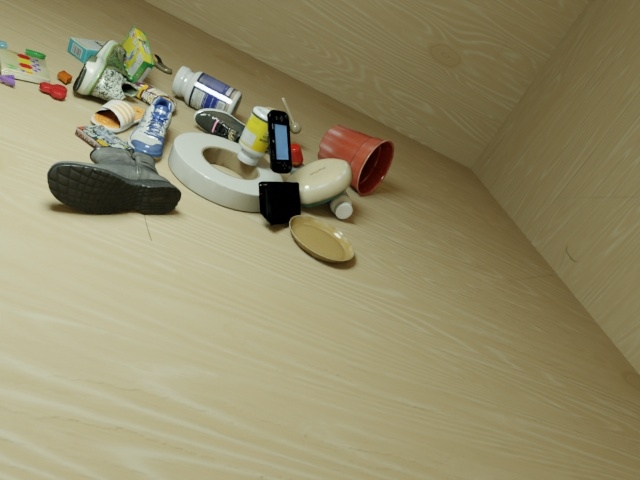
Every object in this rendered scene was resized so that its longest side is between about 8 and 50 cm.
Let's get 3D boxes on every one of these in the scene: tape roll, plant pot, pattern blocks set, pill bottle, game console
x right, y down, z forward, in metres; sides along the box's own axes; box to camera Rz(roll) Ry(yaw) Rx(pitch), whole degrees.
[{"bbox_3d":[-0.311,-0.235,1.563,0.392,0.072,0.392,24,26,-12],"label":"tape roll"},{"bbox_3d":[0.149,-0.384,2.112,0.265,0.272,0.272,34,25,25],"label":"plant pot"},{"bbox_3d":[-0.969,-0.564,1.513,0.285,0.026,0.325,11,32,-34],"label":"pattern blocks set"},{"bbox_3d":[-0.214,-0.352,1.577,0.103,0.184,0.103,24,27,-13],"label":"pill bottle"},{"bbox_3d":[-0.481,-0.620,1.971,0.265,0.153,0.153,27,26,-9],"label":"pill bottle"},{"bbox_3d":[0.000,0.000,1.513,0.236,0.032,0.236,23,27,-12],"label":"plant pot"},{"bbox_3d":[0.070,-0.153,1.791,0.087,0.087,0.160,16,30,-26],"label":"pill bottle"},{"bbox_3d":[-0.132,-0.234,1.485,0.044,0.361,0.213,-1,6,24],"label":"game console"}]

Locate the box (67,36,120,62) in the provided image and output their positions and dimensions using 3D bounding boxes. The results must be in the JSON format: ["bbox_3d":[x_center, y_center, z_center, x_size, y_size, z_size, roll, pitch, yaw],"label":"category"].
[{"bbox_3d":[-0.900,-0.773,1.914,0.100,0.060,0.244,37,27,12],"label":"box"}]

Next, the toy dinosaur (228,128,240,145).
[{"bbox_3d":[-0.339,-0.365,1.738,0.183,0.092,0.053,28,21,5],"label":"toy dinosaur"}]

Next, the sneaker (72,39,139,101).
[{"bbox_3d":[-0.751,-0.588,1.692,0.182,0.158,0.410,35,26,-27],"label":"sneaker"}]

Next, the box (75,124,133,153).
[{"bbox_3d":[-0.639,-0.294,1.376,0.137,0.027,0.094,35,27,9],"label":"box"}]

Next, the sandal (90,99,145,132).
[{"bbox_3d":[-0.656,-0.430,1.537,0.102,0.076,0.265,28,28,-3],"label":"sandal"}]

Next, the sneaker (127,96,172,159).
[{"bbox_3d":[-0.543,-0.372,1.496,0.112,0.131,0.296,19,31,-26],"label":"sneaker"}]

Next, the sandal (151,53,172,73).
[{"bbox_3d":[-0.776,-0.850,2.191,0.180,0.049,0.072,31,26,1],"label":"sandal"}]

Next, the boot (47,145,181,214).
[{"bbox_3d":[-0.545,-0.168,1.182,0.223,0.118,0.338,43,18,31],"label":"boot"}]

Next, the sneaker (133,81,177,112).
[{"bbox_3d":[-0.641,-0.546,1.772,0.185,0.069,0.084,19,23,-20],"label":"sneaker"}]

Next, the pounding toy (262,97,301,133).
[{"bbox_3d":[-0.221,-0.499,2.062,0.237,0.110,0.183,-37,100,-26],"label":"pounding toy"}]

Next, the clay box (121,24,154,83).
[{"bbox_3d":[-0.749,-0.754,1.888,0.053,0.127,0.222,11,50,-49],"label":"clay box"}]

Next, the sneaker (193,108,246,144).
[{"bbox_3d":[-0.347,-0.416,1.802,0.296,0.104,0.147,22,22,-26],"label":"sneaker"}]

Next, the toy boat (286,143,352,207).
[{"bbox_3d":[-0.029,-0.241,1.766,0.267,0.148,0.318,-25,47,-18],"label":"toy boat"}]
